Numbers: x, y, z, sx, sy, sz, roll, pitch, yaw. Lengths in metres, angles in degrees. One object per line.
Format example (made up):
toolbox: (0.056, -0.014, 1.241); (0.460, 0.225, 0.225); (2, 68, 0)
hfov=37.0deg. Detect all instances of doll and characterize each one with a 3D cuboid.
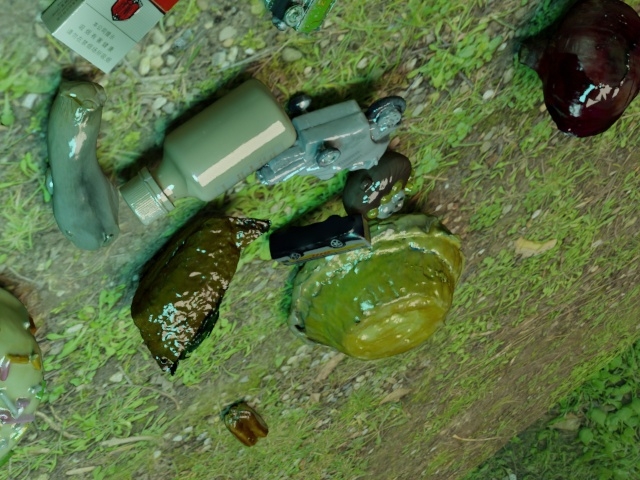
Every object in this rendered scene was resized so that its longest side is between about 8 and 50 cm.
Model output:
doll: (0.117, -0.095, 1.672); (0.188, 0.096, 0.145); (-17, 151, -46)

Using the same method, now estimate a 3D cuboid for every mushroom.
mushroom: (-0.312, -0.090, 1.253); (0.096, 0.099, 0.278); (-27, 144, -27)

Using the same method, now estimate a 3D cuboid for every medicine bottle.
medicine bottle: (-0.162, -0.117, 1.344); (0.252, 0.114, 0.114); (-36, 148, -5)

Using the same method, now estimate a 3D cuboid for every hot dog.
hot dog: (-0.161, 0.398, 2.059); (0.071, 0.045, 0.165); (-33, 148, -4)

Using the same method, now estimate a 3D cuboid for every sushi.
sushi: (-0.201, 0.067, 1.519); (0.140, 0.149, 0.287); (38, 78, -28)

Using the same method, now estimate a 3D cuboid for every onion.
onion: (0.448, -0.299, 1.643); (0.252, 0.219, 0.252); (10, 90, -77)

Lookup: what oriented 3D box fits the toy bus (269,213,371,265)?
toy bus: (0.000, 0.000, 1.643); (0.172, 0.057, 0.072); (-14, 156, 19)

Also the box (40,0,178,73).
box: (-0.239, -0.281, 1.125); (0.152, 0.048, 0.100); (-41, 149, 9)

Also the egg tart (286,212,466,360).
egg tart: (0.123, 0.109, 1.847); (0.388, 0.169, 0.388); (-17, 143, -13)

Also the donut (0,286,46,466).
donut: (-0.529, 0.217, 1.331); (0.307, 0.150, 0.371); (-9, 128, -46)

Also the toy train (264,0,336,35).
toy train: (0.002, -0.362, 1.249); (0.081, 0.060, 0.202); (-5, 136, -51)

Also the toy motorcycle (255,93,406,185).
toy motorcycle: (0.013, -0.146, 1.496); (0.260, 0.110, 0.171); (-22, 157, -16)
